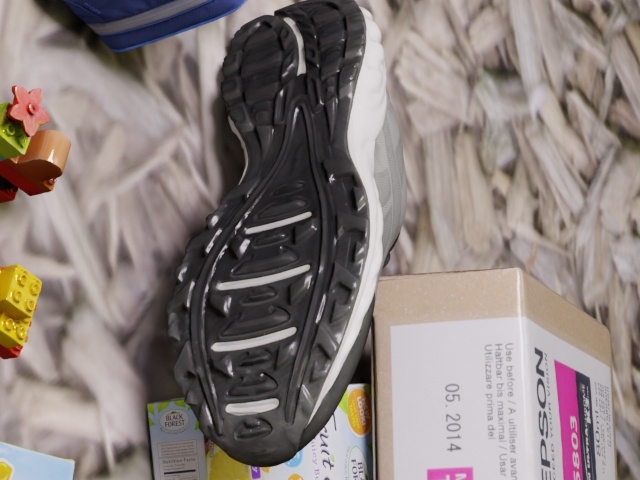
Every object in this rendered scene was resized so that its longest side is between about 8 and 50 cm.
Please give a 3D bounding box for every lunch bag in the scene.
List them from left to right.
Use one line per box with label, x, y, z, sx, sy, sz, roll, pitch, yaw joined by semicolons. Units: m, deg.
lunch bag;-0.072;-0.133;0.874;0.065;0.098;0.067;43;44;-44

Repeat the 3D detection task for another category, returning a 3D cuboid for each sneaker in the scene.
sneaker;0.000;0.000;0.923;0.271;0.100;0.108;-80;150;-42

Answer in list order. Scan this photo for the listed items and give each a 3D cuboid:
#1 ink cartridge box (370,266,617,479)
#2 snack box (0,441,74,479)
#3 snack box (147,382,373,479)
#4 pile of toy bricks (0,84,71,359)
ink cartridge box;0.099;0.146;1.017;0.193;0.088;0.235;28;59;-66
snack box;-0.205;0.082;0.539;0.174;0.207;0.070;27;60;-50
snack box;-0.022;0.123;0.930;0.141;0.037;0.100;2;81;-54
pile of toy bricks;-0.155;-0.044;0.729;0.212;0.105;0.118;41;50;-42
